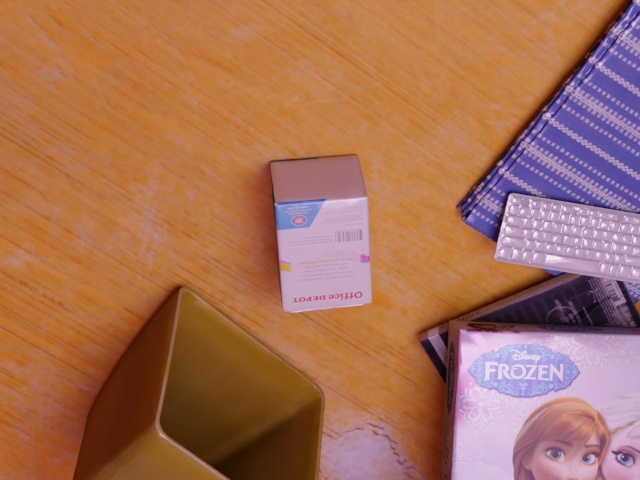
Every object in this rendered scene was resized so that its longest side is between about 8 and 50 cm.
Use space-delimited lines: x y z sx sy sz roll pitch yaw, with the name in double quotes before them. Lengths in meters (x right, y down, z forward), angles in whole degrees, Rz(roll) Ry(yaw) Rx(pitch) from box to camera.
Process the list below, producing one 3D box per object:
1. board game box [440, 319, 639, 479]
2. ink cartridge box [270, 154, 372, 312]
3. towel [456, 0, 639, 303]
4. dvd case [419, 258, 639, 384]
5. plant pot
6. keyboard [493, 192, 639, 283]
"board game box" 0.285 0.248 1.714 0.319 0.066 0.318 1 96 -6
"ink cartridge box" 0.000 0.000 1.632 0.092 0.090 0.143 -4 122 -4
"towel" 0.327 -0.097 1.651 0.243 0.040 0.336 28 115 -23
"dvd case" 0.239 0.117 1.755 0.221 0.018 0.164 -24 125 12
"plant pot" -0.140 0.217 1.688 0.187 0.212 0.212 -36 119 28
"keyboard" 0.304 0.005 1.670 0.256 0.014 0.072 9 98 -13
